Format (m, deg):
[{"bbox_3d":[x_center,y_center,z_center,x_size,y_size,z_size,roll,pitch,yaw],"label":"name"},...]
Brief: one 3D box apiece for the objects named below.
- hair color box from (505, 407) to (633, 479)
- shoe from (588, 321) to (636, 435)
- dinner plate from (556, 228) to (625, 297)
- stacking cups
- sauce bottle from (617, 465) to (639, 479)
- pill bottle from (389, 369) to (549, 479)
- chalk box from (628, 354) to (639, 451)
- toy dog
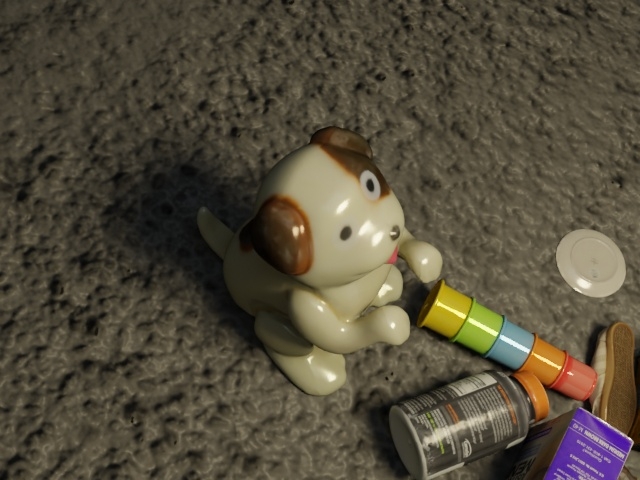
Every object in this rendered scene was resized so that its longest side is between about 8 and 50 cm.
[{"bbox_3d":[0.331,0.436,1.199,0.110,0.185,0.338,32,65,5],"label":"hair color box"},{"bbox_3d":[0.513,0.253,1.384,0.077,0.058,0.219,22,68,-22],"label":"shoe"},{"bbox_3d":[0.519,0.040,1.494,0.141,0.017,0.141,3,68,-8],"label":"dinner plate"},{"bbox_3d":[0.330,0.174,1.364,0.316,0.096,0.096,25,65,0],"label":"stacking cups"},{"bbox_3d":[0.555,0.521,1.240,0.111,0.111,0.344,-34,75,-21],"label":"sauce bottle"},{"bbox_3d":[0.247,0.290,1.276,0.246,0.130,0.130,-16,71,-16],"label":"pill bottle"},{"bbox_3d":[0.705,0.298,1.326,0.289,0.180,0.179,18,66,-3],"label":"chalk box"},{"bbox_3d":[0.000,0.000,1.207,0.395,0.408,0.284,41,66,9],"label":"toy dog"}]
